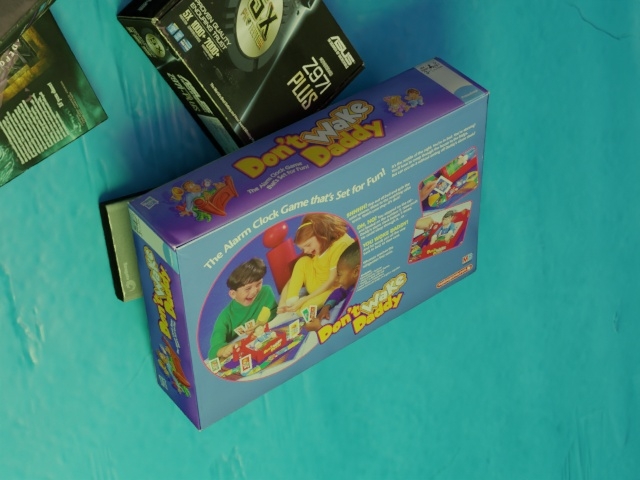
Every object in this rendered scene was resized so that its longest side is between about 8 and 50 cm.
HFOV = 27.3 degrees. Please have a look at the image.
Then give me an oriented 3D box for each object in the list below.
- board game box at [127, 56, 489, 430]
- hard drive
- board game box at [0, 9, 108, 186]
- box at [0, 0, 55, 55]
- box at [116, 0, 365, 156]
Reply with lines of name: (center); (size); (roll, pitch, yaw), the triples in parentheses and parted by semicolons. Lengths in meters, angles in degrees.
board game box: (0.000, 0.000, 1.238); (0.347, 0.078, 0.233); (-27, 138, -26)
hard drive: (-0.136, -0.006, 1.232); (0.135, 0.022, 0.094); (-18, 110, -29)
board game box: (-0.275, -0.150, 1.107); (0.126, 0.026, 0.186); (-36, 117, -21)
box: (-0.267, -0.235, 0.994); (0.165, 0.143, 0.270); (45, 72, -13)
box: (-0.070, -0.181, 1.205); (0.147, 0.077, 0.180); (-46, 121, -17)
